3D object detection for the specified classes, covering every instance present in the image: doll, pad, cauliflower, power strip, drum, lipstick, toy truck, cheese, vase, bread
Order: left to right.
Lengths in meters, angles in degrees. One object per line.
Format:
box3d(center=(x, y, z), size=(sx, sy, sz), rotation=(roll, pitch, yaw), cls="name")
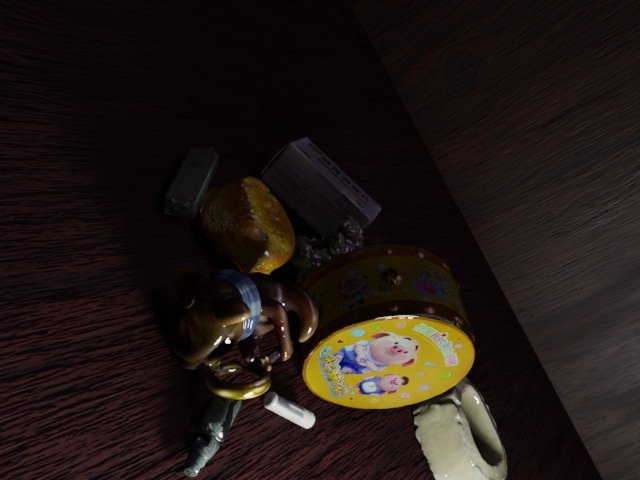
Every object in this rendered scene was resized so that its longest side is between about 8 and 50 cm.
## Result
box3d(center=(-0.300, -0.137, 1.770), size=(0.078, 0.052, 0.272), rotation=(11, 36, 0), cls="power strip")
box3d(center=(-0.207, 0.363, 1.425), size=(0.060, 0.060, 0.211), rotation=(53, 27, -15), cls="vase")
box3d(center=(-0.174, 0.168, 1.577), size=(0.318, 0.209, 0.340), rotation=(33, 15, 21), cls="doll")
box3d(center=(-0.169, -0.028, 1.825), size=(0.268, 0.146, 0.268), rotation=(48, 25, -31), cls="bread")
box3d(center=(-0.070, 0.377, 1.687), size=(0.141, 0.040, 0.040), rotation=(38, 33, -38), cls="lipstick")
box3d(center=(-0.077, -0.293, 2.444), size=(0.330, 0.004, 0.220), rotation=(39, 32, -36), cls="pad")
box3d(center=(-0.012, 0.048, 1.981), size=(0.239, 0.315, 0.256), rotation=(-42, 145, -41), cls="cauliflower")
box3d(center=(0.000, 0.000, 2.199), size=(0.052, 0.063, 0.123), rotation=(20, 46, -53), cls="toy truck")
box3d(center=(0.151, 0.220, 1.836), size=(0.431, 0.431, 0.214), rotation=(37, 33, -39), cls="drum")
box3d(center=(0.411, 0.570, 2.236), size=(0.292, 0.153, 0.332), rotation=(15, 48, -57), cls="cheese")

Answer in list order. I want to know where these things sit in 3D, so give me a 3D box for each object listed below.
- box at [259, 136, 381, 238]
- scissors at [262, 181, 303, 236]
box3d(center=(0.000, -0.136, 2.158), size=(0.333, 0.145, 0.173), rotation=(44, 18, 1), cls="box")
box3d(center=(-0.108, -0.070, 2.132), size=(0.220, 0.017, 0.088), rotation=(51, 24, -20), cls="scissors")
